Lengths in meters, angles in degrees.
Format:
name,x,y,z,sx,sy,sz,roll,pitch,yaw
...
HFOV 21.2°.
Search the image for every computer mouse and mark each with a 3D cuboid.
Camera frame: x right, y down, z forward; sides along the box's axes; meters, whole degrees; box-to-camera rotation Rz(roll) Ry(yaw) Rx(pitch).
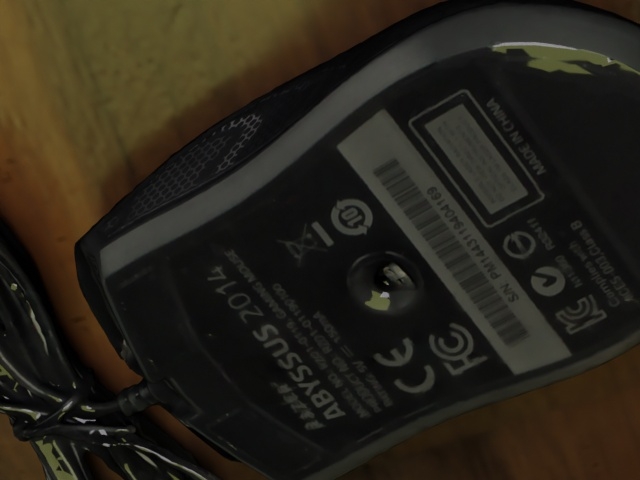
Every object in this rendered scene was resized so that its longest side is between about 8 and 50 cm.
name,x,y,z,sx,sy,sz,roll,pitch,yaw
computer mouse,0.000,0.000,0.539,0.272,0.072,0.188,-24,112,24
